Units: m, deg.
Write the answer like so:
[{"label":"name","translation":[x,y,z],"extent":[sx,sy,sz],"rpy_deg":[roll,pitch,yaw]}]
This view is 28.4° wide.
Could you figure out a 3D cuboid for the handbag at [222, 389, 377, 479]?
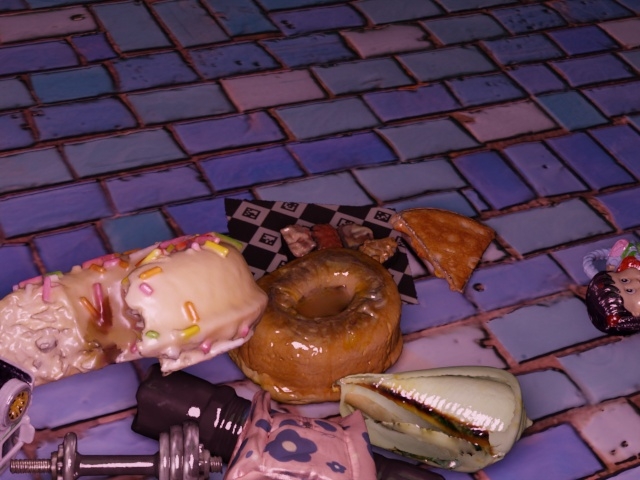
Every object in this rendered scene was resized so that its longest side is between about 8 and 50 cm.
[{"label":"handbag","translation":[-0.036,0.308,1.453],"extent":[0.190,0.251,0.193],"rpy_deg":[12,29,-8]}]

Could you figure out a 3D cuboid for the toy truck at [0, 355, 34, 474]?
[{"label":"toy truck","translation":[-0.480,0.277,1.444],"extent":[0.146,0.175,0.367],"rpy_deg":[24,41,15]}]

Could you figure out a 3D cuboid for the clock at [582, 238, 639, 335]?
[{"label":"clock","translation":[0.501,0.077,1.965],"extent":[0.195,0.100,0.194],"rpy_deg":[2,35,-14]}]

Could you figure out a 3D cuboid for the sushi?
[{"label":"sushi","translation":[0.000,0.000,1.989],"extent":[0.290,0.050,0.264],"rpy_deg":[2,39,-9]}]

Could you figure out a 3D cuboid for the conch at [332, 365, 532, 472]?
[{"label":"conch","translation":[0.153,0.236,1.657],"extent":[0.251,0.137,0.143],"rpy_deg":[-1,74,-15]}]

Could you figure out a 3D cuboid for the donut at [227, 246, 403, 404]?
[{"label":"donut","translation":[0.004,0.119,1.781],"extent":[0.208,0.128,0.261],"rpy_deg":[33,46,26]}]

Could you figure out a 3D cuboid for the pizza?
[{"label":"pizza","translation":[0.215,0.020,2.018],"extent":[0.185,0.036,0.176],"rpy_deg":[1,51,-26]}]

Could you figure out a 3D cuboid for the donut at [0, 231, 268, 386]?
[{"label":"donut","translation":[-0.235,0.087,1.638],"extent":[0.371,0.150,0.307],"rpy_deg":[-11,5,37]}]

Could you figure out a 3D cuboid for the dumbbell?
[{"label":"dumbbell","translation":[-0.246,0.271,1.529],"extent":[0.255,0.110,0.110],"rpy_deg":[1,39,-7]}]

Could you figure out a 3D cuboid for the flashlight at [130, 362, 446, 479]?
[{"label":"flashlight","translation":[-0.039,0.270,1.620],"extent":[0.424,0.103,0.103],"rpy_deg":[19,39,9]}]
